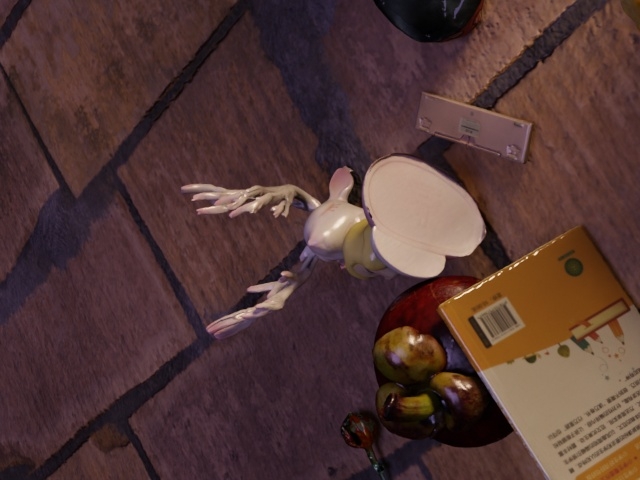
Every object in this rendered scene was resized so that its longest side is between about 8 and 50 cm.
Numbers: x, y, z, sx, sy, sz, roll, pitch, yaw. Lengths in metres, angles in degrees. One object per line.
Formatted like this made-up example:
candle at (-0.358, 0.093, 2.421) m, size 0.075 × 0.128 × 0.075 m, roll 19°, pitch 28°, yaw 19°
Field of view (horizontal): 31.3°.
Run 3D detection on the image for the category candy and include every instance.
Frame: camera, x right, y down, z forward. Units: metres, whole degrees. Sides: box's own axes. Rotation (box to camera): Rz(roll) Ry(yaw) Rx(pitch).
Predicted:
candy at (0.085, 0.329, 1.640) m, size 0.185 × 0.049 × 0.055 m, roll 63°, pitch 165°, yaw -3°

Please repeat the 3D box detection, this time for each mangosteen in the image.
mangosteen at (0.149, 0.152, 1.372) m, size 0.215 × 0.257 × 0.215 m, roll 9°, pitch 106°, yaw 36°

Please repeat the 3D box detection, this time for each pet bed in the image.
pet bed at (0.131, -0.342, 1.386) m, size 0.201 × 0.053 × 0.201 m, roll 14°, pitch 113°, yaw 38°

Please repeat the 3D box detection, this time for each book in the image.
book at (0.294, 0.150, 1.290) m, size 0.295 × 0.208 × 0.020 m, roll 59°, pitch 163°, yaw 13°

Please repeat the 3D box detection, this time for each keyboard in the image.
keyboard at (0.190, -0.140, 1.418) m, size 0.166 × 0.017 × 0.055 m, roll 23°, pitch 112°, yaw 36°

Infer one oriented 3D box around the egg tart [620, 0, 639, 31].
egg tart at (0.420, -0.312, 1.061) m, size 0.341 × 0.132 × 0.341 m, roll 21°, pitch 126°, yaw 32°

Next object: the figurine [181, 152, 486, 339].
figurine at (0.000, -0.014, 1.466) m, size 0.315 × 0.284 × 0.206 m, roll -16°, pitch 90°, yaw 55°
